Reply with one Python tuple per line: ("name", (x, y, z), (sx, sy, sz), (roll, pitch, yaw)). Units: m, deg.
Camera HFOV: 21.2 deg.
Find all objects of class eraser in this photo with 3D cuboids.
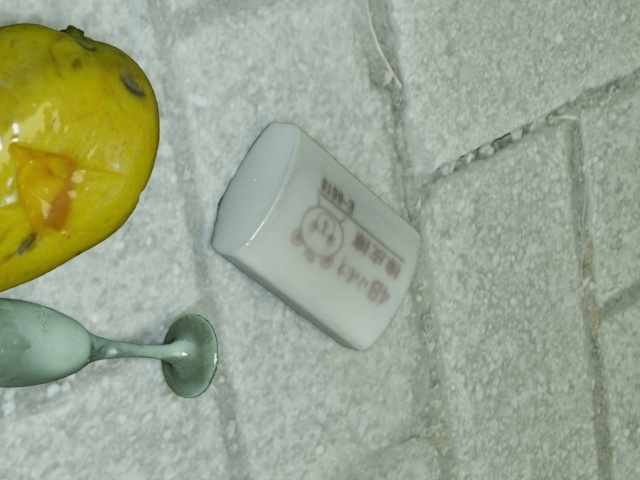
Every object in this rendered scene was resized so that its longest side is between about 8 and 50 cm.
("eraser", (0.000, 0.000, 2.065), (0.270, 0.095, 0.174), (40, 70, -43))

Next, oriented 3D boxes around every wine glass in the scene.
("wine glass", (-0.238, 0.034, 1.839), (0.309, 0.096, 0.264), (9, 97, -44))

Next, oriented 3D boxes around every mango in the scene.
("mango", (-0.322, -0.066, 1.691), (0.365, 0.182, 0.253), (-39, 129, -17))
